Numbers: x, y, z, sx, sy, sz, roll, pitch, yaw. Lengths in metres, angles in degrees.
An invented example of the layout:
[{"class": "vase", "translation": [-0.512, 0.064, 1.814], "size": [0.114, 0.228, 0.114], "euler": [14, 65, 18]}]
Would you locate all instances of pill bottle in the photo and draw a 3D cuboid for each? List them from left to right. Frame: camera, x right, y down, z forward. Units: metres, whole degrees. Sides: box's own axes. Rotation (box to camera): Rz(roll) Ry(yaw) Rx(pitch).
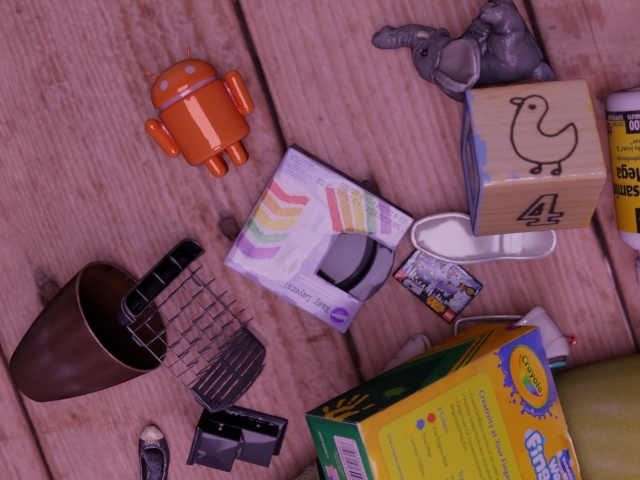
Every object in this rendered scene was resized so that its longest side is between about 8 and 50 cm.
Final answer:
[{"class": "pill bottle", "translation": [0.587, -0.094, 1.720], "size": [0.188, 0.188, 0.333], "euler": [-8, 99, 3]}]

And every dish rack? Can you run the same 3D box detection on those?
[{"class": "dish rack", "translation": [-0.208, 0.154, 1.782], "size": [0.271, 0.208, 0.074], "euler": [47, 137, -6]}]

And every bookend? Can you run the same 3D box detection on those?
[{"class": "bookend", "translation": [-0.146, 0.358, 1.828], "size": [0.156, 0.157, 0.072], "euler": [15, 100, 0]}]

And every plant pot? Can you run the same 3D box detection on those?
[{"class": "plant pot", "translation": [-0.426, 0.185, 1.800], "size": [0.230, 0.215, 0.215], "euler": [-33, 97, 22]}, {"class": "plant pot", "translation": [0.486, 0.321, 1.776], "size": [0.294, 0.275, 0.274], "euler": [-2, 100, 18]}]

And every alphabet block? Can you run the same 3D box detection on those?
[{"class": "alphabet block", "translation": [0.342, -0.132, 1.688], "size": [0.197, 0.193, 0.192], "euler": [-6, 66, 2]}]

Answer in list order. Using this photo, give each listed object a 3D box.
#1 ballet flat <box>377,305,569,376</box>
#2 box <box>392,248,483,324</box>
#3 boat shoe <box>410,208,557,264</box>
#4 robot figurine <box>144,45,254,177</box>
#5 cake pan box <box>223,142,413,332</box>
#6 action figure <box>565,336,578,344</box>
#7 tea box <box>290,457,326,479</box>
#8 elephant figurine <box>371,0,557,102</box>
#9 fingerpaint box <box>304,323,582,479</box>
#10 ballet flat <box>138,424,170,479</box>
[{"class": "ballet flat", "translation": [0.233, 0.212, 1.816], "size": [0.400, 0.139, 0.139], "euler": [-18, 98, 11]}, {"class": "box", "translation": [0.210, 0.072, 1.838], "size": [0.137, 0.027, 0.094], "euler": [40, 99, -5]}, {"class": "boat shoe", "translation": [0.283, -0.010, 1.797], "size": [0.255, 0.079, 0.095], "euler": [-3, 97, 0]}, {"class": "robot figurine", "translation": [-0.206, -0.214, 1.751], "size": [0.158, 0.128, 0.219], "euler": [-23, 100, 43]}, {"class": "cake pan box", "translation": [0.000, 0.000, 1.813], "size": [0.267, 0.070, 0.245], "euler": [31, 101, -4]}, {"class": "action figure", "translation": [0.407, 0.194, 1.849], "size": [0.115, 0.038, 0.030], "euler": [-17, 76, 5]}, {"class": "tea box", "translation": [0.071, 0.567, 1.794], "size": [0.323, 0.220, 0.329], "euler": [-41, 109, 6]}, {"class": "elephant figurine", "translation": [0.237, -0.306, 1.729], "size": [0.239, 0.186, 0.169], "euler": [-29, 133, 16]}, {"class": "fingerpaint box", "translation": [0.222, 0.401, 1.601], "size": [0.371, 0.163, 0.444], "euler": [-23, 100, -30]}, {"class": "ballet flat", "translation": [-0.308, 0.427, 1.897], "size": [0.058, 0.049, 0.173], "euler": [-1, 99, 1]}]
